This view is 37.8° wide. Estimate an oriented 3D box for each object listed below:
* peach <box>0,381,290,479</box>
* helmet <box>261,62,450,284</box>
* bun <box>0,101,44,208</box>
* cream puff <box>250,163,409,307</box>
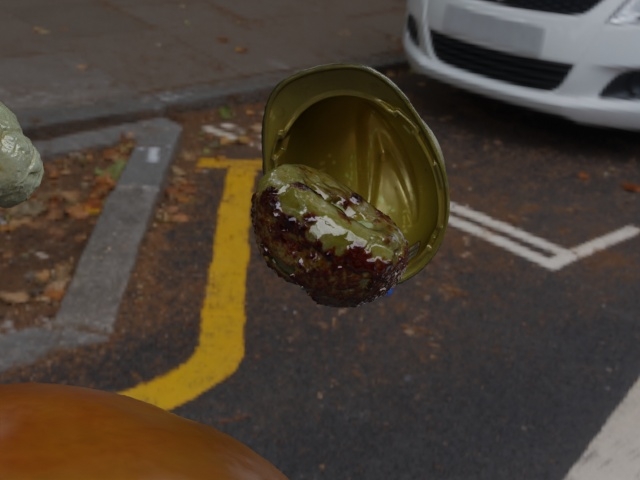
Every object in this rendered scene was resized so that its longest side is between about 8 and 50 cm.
[{"bbox_3d":[-0.131,0.220,0.367,0.342,0.343,0.301,34,-2,45],"label":"peach"},{"bbox_3d":[0.053,-0.085,1.042,0.205,0.257,0.140,-7,20,23],"label":"helmet"},{"bbox_3d":[-0.426,-0.118,1.137,0.188,0.164,0.111,23,62,-2],"label":"bun"},{"bbox_3d":[0.000,0.000,0.764,0.149,0.084,0.149,31,14,-9],"label":"cream puff"}]
